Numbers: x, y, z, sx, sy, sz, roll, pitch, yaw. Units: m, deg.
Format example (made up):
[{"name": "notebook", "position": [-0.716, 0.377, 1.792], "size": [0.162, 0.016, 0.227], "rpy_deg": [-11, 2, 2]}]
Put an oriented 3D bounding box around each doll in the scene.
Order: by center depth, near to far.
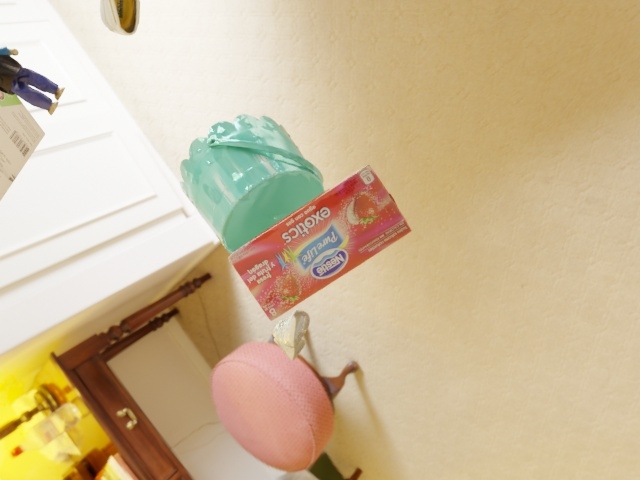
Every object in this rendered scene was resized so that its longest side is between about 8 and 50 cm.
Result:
[{"name": "doll", "position": [-0.623, -0.323, 1.013], "size": [0.189, 0.129, 0.046], "rpy_deg": [27, 156, -34]}]

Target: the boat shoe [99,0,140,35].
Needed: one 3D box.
[{"name": "boat shoe", "position": [-0.563, -0.770, 1.437], "size": [0.156, 0.136, 0.367], "rpy_deg": [34, 125, 37]}]

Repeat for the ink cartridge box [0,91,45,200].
[{"name": "ink cartridge box", "position": [-0.747, -0.211, 1.084], "size": [0.115, 0.272, 0.198], "rpy_deg": [-2, 140, 11]}]

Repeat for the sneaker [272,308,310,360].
[{"name": "sneaker", "position": [-0.059, 0.168, 0.928], "size": [0.061, 0.053, 0.152], "rpy_deg": [33, 144, 14]}]

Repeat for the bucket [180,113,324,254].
[{"name": "bucket", "position": [-0.136, -0.108, 1.072], "size": [0.183, 0.281, 0.281], "rpy_deg": [52, 136, 30]}]

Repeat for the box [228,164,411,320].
[{"name": "box", "position": [0.000, 0.000, 0.804], "size": [0.257, 0.128, 0.122], "rpy_deg": [-33, 94, 4]}]
